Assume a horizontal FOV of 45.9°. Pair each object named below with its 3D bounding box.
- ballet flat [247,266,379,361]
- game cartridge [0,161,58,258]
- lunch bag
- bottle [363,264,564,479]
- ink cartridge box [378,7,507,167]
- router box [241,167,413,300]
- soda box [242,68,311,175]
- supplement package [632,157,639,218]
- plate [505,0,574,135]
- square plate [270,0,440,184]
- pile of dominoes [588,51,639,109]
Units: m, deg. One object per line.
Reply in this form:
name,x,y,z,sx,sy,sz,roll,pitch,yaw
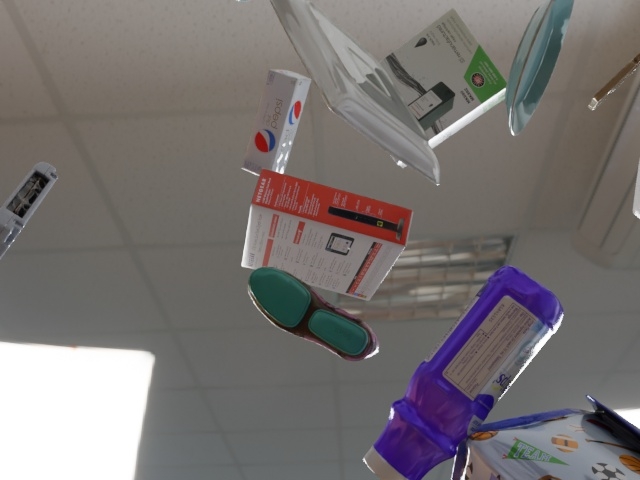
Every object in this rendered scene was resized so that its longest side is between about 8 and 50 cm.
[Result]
ballet flat,-0.010,0.112,1.103,0.221,0.077,0.079,28,-7,23
game cartridge,-0.583,-0.016,1.388,0.062,0.297,0.198,40,-73,-20
lunch bag,0.430,0.398,1.099,0.385,0.328,0.239,-1,-68,-28
bottle,0.162,0.163,0.873,0.283,0.092,0.118,-51,-28,-2
ink cartridge box,0.232,-0.325,1.655,0.289,0.211,0.121,-35,-7,11
router box,0.000,0.000,1.555,0.301,0.082,0.335,16,-24,-3
soda box,-0.091,-0.239,1.553,0.069,0.074,0.216,24,-70,17
supplement package,0.596,-0.077,1.165,0.179,0.105,0.105,-7,-62,-4
plate,0.254,-0.216,0.893,0.024,0.188,0.188,24,-26,20
square plate,0.068,-0.285,1.342,0.049,0.344,0.347,-39,-36,20
pile of dominoes,0.403,-0.259,0.900,0.251,0.040,0.196,-45,-8,13
